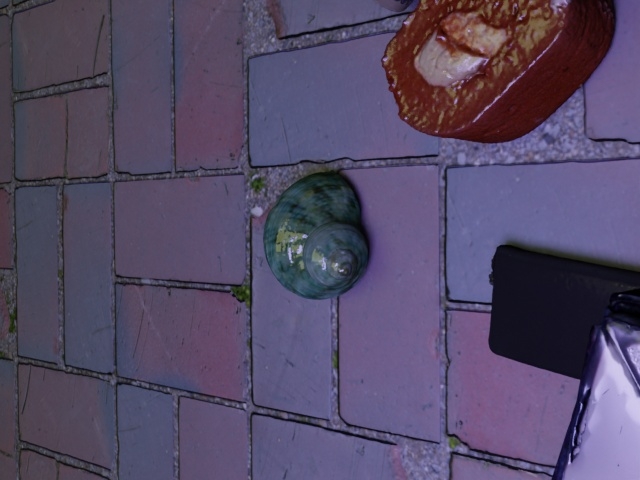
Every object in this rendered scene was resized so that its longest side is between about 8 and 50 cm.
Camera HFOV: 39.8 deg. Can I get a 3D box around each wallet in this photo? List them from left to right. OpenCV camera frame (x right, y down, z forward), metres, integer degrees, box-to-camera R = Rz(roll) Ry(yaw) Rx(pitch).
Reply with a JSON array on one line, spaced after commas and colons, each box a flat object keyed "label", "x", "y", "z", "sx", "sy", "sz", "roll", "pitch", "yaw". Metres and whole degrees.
[{"label": "wallet", "x": 0.307, "y": 0.094, "z": 1.064, "sx": 0.250, "sy": 0.044, "sz": 0.149, "roll": 11, "pitch": 103, "yaw": 42}]

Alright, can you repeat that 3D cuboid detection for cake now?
[{"label": "cake", "x": 0.214, "y": -0.235, "z": 1.065, "sx": 0.283, "sy": 0.151, "sz": 0.177, "roll": -50, "pitch": 56, "yaw": 27}]

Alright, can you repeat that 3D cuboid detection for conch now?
[{"label": "conch", "x": -0.003, "y": -0.003, "z": 1.299, "sx": 0.176, "sy": 0.122, "sz": 0.188, "roll": -46, "pitch": 62, "yaw": 6}]

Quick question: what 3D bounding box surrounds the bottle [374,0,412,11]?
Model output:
[{"label": "bottle", "x": 0.143, "y": -0.404, "z": 1.164, "sx": 0.110, "sy": 0.097, "sz": 0.209, "roll": 44, "pitch": 124, "yaw": -1}]

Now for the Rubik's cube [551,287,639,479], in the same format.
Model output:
[{"label": "Rubik's cube", "x": 0.410, "y": 0.213, "z": 0.787, "sx": 0.305, "sy": 0.310, "sz": 0.307, "roll": 26, "pitch": 111, "yaw": 41}]
